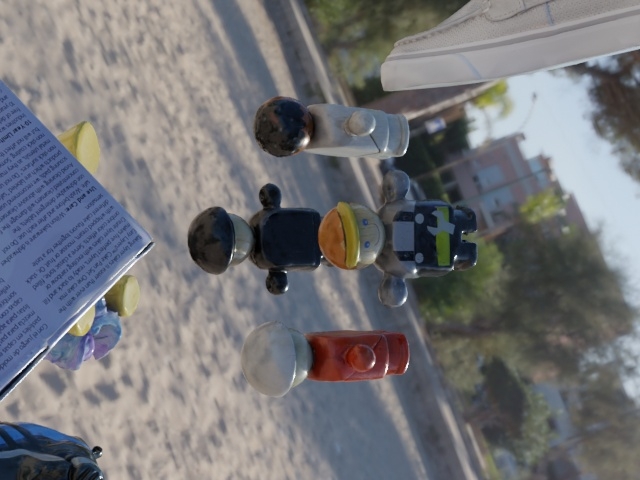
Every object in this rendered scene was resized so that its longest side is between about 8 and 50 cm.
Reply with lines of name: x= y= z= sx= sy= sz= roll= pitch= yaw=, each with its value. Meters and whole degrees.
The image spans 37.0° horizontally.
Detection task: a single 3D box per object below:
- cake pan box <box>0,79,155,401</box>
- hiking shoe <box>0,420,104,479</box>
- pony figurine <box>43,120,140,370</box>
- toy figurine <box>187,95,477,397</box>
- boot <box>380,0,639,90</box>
cake pan box: x=-0.244 y=-0.003 z=0.443 sx=0.246 sy=0.070 sz=0.267 roll=45 pitch=45 yaw=-8
hiking shoe: x=-0.424 y=0.278 z=1.191 sx=0.132 sy=0.304 sz=0.113 roll=-141 pitch=-110 yaw=-70
pony figurine: x=-0.366 y=0.021 z=0.895 sx=0.351 sy=0.363 sz=0.303 roll=85 pitch=16 yaw=-44
toy figurine: x=0.000 y=0.000 z=0.777 sx=0.209 sy=0.148 sz=0.213 roll=-60 pitch=-138 yaw=38
boot: x=0.152 y=-0.177 z=0.635 sx=0.095 sy=0.258 sz=0.123 roll=-23 pitch=103 yaw=-63
